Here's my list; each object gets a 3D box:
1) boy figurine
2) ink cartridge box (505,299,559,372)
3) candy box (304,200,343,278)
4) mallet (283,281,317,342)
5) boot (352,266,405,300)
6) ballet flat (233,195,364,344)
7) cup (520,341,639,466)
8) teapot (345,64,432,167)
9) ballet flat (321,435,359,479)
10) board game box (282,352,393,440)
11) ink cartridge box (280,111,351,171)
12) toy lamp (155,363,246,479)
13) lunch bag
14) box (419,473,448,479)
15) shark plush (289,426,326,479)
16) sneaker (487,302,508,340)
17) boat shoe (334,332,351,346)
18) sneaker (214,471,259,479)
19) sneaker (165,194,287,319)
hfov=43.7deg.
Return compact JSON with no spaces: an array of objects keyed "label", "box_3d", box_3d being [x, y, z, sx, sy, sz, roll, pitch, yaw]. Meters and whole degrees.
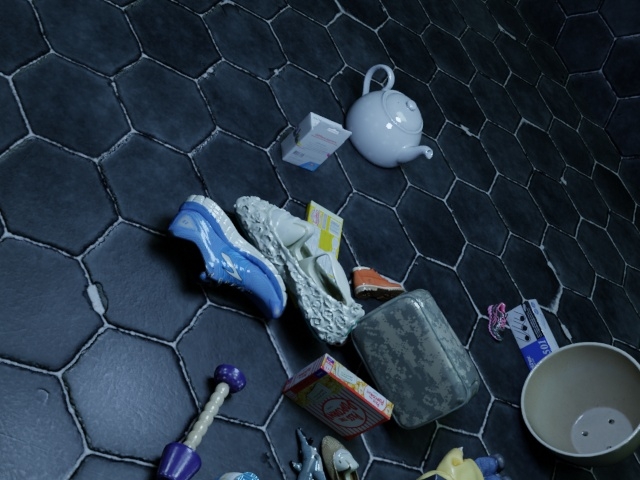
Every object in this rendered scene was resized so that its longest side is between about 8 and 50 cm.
[{"label":"boy figurine","box_3d":[0.329,0.572,1.848,0.285,0.092,0.177,1,61,-40]},{"label":"ink cartridge box","box_3d":[0.622,0.285,2.312,0.046,0.097,0.207,-2,62,-42]},{"label":"candy box","box_3d":[0.000,0.000,2.023,0.105,0.027,0.206,29,45,-20]},{"label":"mallet","box_3d":[-0.049,0.148,1.870,0.062,0.039,0.190,-28,85,-45]},{"label":"boot","box_3d":[0.149,0.107,2.057,0.157,0.059,0.085,10,50,-35]},{"label":"ballet flat","box_3d":[-0.036,0.041,1.808,0.147,0.147,0.409,-23,74,-48]},{"label":"cup","box_3d":[0.735,0.476,2.149,0.237,0.331,0.331,53,32,-42]},{"label":"teapot","box_3d":[0.209,-0.355,2.349,0.256,0.187,0.253,35,43,-15]},{"label":"ballet flat","box_3d":[0.062,0.503,1.678,0.073,0.067,0.206,-3,63,-42]},{"label":"board game box","box_3d":[0.037,0.340,1.717,0.193,0.146,0.045,38,42,-13]},{"label":"ink cartridge box","box_3d":[-0.012,-0.268,2.091,0.104,0.181,0.062,18,50,-32]},{"label":"toy lamp","box_3d":[-0.228,0.357,1.524,0.080,0.080,0.275,43,40,-9]},{"label":"lunch bag","box_3d":[0.243,0.273,1.902,0.305,0.212,0.256,60,23,7]},{"label":"box","box_3d":[0.216,0.599,1.676,0.093,0.158,0.156,35,44,-17]},{"label":"shark plush","box_3d":[-0.031,0.460,1.642,0.067,0.073,0.161,-4,65,-9]},{"label":"sneaker","box_3d":[0.515,0.230,2.290,0.047,0.057,0.119,23,49,-30]},{"label":"boat shoe","box_3d":[0.009,0.155,1.883,0.207,0.073,0.073,55,38,6]},{"label":"sneaker","box_3d":[-0.141,0.539,1.464,0.087,0.092,0.229,-5,84,-46]},{"label":"sneaker","box_3d":[-0.211,0.062,1.740,0.330,0.129,0.147,47,64,-14]}]
